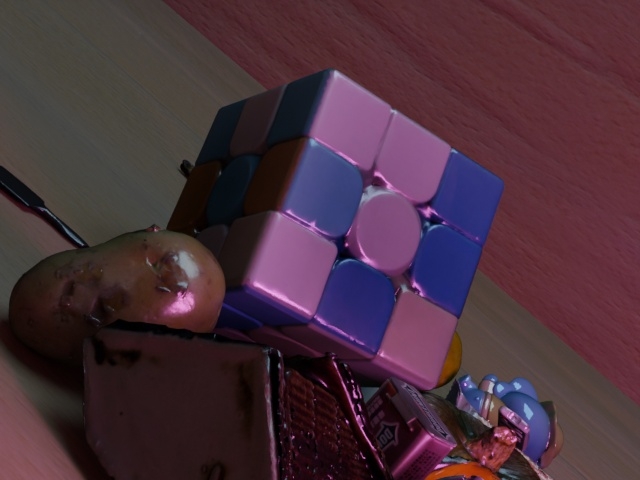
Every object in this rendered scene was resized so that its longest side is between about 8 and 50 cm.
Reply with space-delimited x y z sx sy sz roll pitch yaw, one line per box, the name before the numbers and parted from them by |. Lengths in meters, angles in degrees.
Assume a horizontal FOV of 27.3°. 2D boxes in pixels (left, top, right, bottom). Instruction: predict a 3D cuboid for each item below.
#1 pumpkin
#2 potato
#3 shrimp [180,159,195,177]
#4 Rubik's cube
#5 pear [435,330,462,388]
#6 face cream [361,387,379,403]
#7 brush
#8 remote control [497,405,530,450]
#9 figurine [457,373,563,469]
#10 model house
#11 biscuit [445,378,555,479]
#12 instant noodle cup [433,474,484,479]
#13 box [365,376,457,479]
pumpkin | 0.163 0.304 1.814 0.325 0.242 0.232 31 23 -43
potato | -0.242 0.076 1.589 0.165 0.262 0.165 165 -90 -79
shrimp | -0.230 -0.133 2.703 0.148 0.035 0.195 27 18 -29
Rubik's cube | 0.000 0.000 1.927 0.347 0.346 0.344 29 -19 -26
pear | 0.188 0.201 2.411 0.149 0.149 0.162 41 14 15
face cream | 0.080 0.264 2.068 0.077 0.077 0.250 39 14 8
brush | -0.419 -0.048 1.963 0.193 0.016 0.063 38 14 5
remote control | 0.267 0.255 1.807 0.050 0.027 0.184 38 -8 16
figurine | 0.324 0.319 2.363 0.262 0.154 0.180 36 24 -21
model house | -0.088 0.259 1.480 0.317 0.297 0.282 2 -16 29
biscuit | 0.265 0.376 1.974 0.309 0.186 0.079 43 38 19
instant noodle cup | 0.172 0.413 1.525 0.258 0.302 0.181 0 -3 2
box | 0.055 0.287 1.617 0.069 0.224 0.120 31 13 -41
